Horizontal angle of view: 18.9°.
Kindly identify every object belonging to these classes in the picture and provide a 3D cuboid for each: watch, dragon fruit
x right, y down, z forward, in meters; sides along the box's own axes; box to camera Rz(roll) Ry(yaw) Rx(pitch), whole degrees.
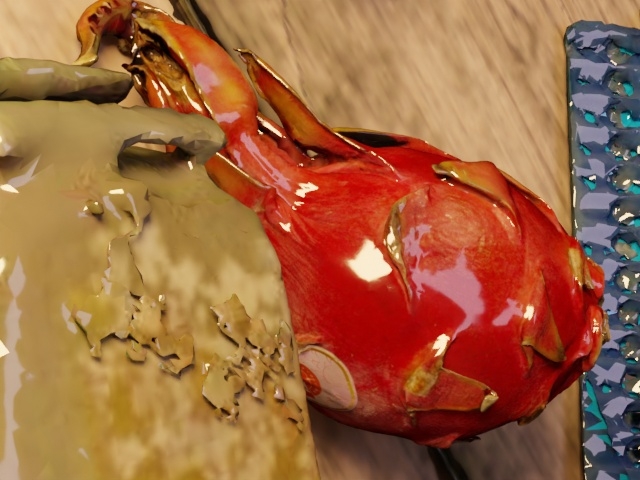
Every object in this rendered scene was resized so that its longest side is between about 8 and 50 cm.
[{"bbox_3d":[0.114,0.067,0.650,0.276,0.068,0.274,-88,176,-81],"label":"watch"},{"bbox_3d":[0.000,0.000,0.575,0.190,0.094,0.094,31,55,-15],"label":"dragon fruit"}]

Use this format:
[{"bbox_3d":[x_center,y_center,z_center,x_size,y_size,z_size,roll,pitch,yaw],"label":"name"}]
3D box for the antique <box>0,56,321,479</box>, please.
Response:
[{"bbox_3d":[-0.067,0.102,0.422,0.150,0.125,0.284,4,77,-49],"label":"antique"}]
